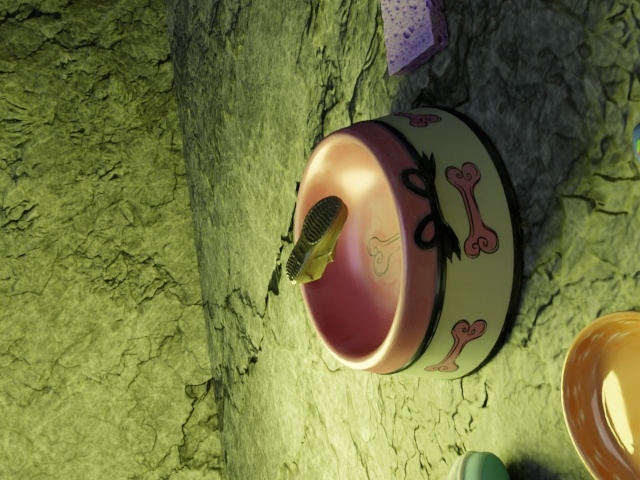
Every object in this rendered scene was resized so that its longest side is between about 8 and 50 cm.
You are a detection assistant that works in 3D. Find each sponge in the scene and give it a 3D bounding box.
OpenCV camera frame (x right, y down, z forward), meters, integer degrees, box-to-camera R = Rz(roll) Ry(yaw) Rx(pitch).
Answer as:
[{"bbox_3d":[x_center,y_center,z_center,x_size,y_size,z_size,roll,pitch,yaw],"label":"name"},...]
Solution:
[{"bbox_3d":[0.128,-0.361,0.895,0.117,0.031,0.210,162,102,-64],"label":"sponge"}]

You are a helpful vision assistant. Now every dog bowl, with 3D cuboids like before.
[{"bbox_3d":[0.093,0.010,0.894,0.408,0.150,0.408,176,90,-65],"label":"dog bowl"}]

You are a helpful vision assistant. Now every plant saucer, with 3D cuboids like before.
[{"bbox_3d":[0.316,0.164,0.578,0.200,0.037,0.200,175,90,-65],"label":"plant saucer"}]

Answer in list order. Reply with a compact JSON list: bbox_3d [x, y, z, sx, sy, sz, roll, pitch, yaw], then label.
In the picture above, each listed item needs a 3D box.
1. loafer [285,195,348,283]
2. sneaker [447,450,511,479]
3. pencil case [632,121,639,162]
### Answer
[{"bbox_3d":[0.000,0.000,0.862,0.148,0.050,0.056,-57,45,29],"label":"loafer"},{"bbox_3d":[0.260,0.339,0.659,0.208,0.127,0.319,-43,28,26],"label":"sneaker"},{"bbox_3d":[0.338,-0.129,0.382,0.306,0.119,0.133,117,166,-48],"label":"pencil case"}]
